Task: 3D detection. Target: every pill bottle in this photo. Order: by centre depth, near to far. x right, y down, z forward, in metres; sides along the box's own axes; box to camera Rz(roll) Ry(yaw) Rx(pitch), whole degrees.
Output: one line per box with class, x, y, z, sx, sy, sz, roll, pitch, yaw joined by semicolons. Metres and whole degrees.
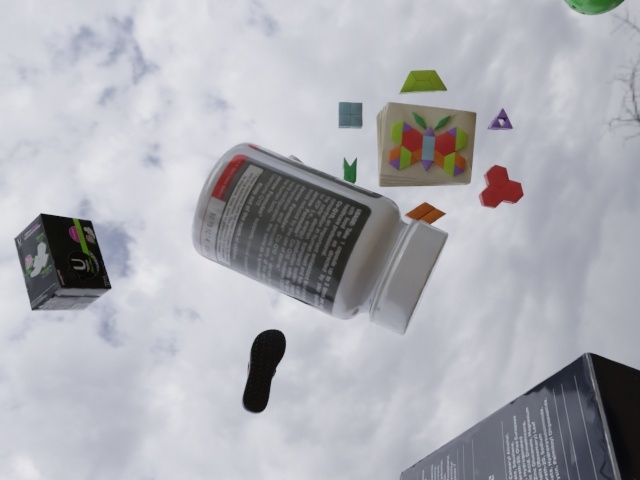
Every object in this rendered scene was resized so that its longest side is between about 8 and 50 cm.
pill bottle;0.000;0.000;0.740;0.161;0.283;0.161;-60;-14;-25

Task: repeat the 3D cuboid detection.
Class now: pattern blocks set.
pattern blocks set;0.194;-0.169;1.081;0.026;0.324;0.286;132;128;-86

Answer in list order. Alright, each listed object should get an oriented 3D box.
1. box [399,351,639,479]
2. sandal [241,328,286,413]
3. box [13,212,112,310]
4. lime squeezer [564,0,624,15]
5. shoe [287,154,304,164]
box;0.296;0.297;0.572;0.343;0.312;0.179;21;-135;-14
sandal;-0.115;0.251;1.154;0.067;0.040;0.179;19;-126;-5
box;-0.260;0.023;0.602;0.062;0.052;0.083;10;-128;-58
lime squeezer;0.244;-0.248;0.473;0.310;0.058;0.110;-44;-29;-29
shoe;-0.053;-0.098;1.257;0.081;0.063;0.178;-46;-31;-14
